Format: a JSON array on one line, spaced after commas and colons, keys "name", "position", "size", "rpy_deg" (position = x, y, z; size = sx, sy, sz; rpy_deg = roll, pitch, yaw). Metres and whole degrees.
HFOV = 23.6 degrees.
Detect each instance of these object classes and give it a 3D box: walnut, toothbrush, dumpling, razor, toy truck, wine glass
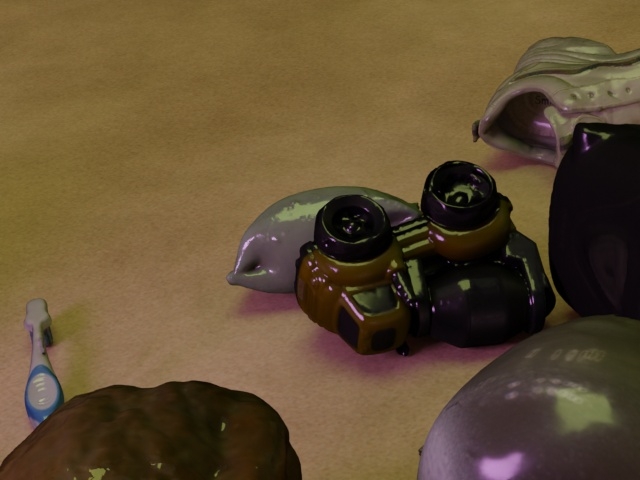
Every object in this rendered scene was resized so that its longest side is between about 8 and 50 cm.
[{"name": "walnut", "position": [-0.118, 0.208, 1.030], "size": [0.283, 0.227, 0.283], "rpy_deg": [-36, 15, 11]}, {"name": "toothbrush", "position": [-0.256, 0.150, 1.416], "size": [0.040, 0.040, 0.386], "rpy_deg": [-12, 26, -7]}, {"name": "dumpling", "position": [0.004, 0.008, 1.588], "size": [0.217, 0.149, 0.104], "rpy_deg": [-19, 65, -7]}, {"name": "razor", "position": [0.295, 0.024, 1.307], "size": [0.114, 0.204, 0.349], "rpy_deg": [-2, 19, -9]}, {"name": "toy truck", "position": [0.097, 0.041, 1.444], "size": [0.224, 0.147, 0.165], "rpy_deg": [-15, 54, -16]}, {"name": "wine glass", "position": [0.154, 0.197, 0.986], "size": [0.238, 0.238, 0.323], "rpy_deg": [5, 27, 26]}]

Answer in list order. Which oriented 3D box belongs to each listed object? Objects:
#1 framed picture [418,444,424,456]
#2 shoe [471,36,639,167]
[{"name": "framed picture", "position": [0.222, 0.163, 1.276], "size": [0.231, 0.010, 0.173], "rpy_deg": [13, 32, 38]}, {"name": "shoe", "position": [0.339, -0.143, 1.757], "size": [0.342, 0.132, 0.210], "rpy_deg": [7, 33, 37]}]
